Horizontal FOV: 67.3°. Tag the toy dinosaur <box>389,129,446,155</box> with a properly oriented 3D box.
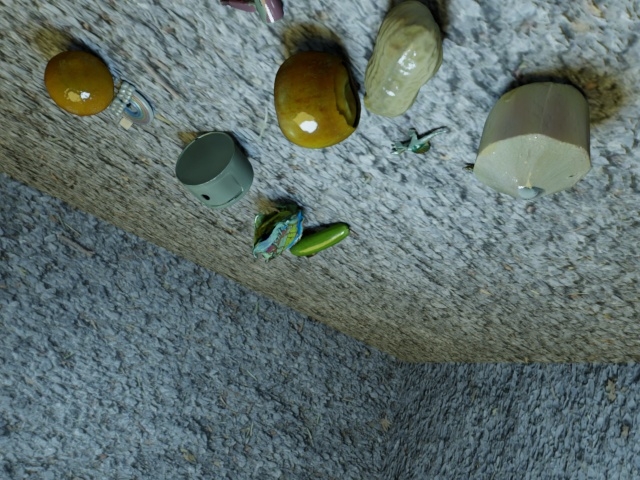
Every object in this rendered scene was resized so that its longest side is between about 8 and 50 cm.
[{"bbox_3d":[0.273,-0.269,1.354,0.187,0.044,0.106,-10,159,27],"label":"toy dinosaur"}]

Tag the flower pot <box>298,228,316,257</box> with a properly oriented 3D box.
[{"bbox_3d":[-0.050,0.006,2.122,0.089,0.111,0.111,43,148,-25],"label":"flower pot"}]

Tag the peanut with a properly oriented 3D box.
[{"bbox_3d":[0.176,-0.377,1.053,0.152,0.152,0.313,19,156,-1],"label":"peanut"}]

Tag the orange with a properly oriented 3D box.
[{"bbox_3d":[-0.728,-0.473,1.457,0.206,0.206,0.206,16,157,7],"label":"orange"}]

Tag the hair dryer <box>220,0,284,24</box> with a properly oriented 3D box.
[{"bbox_3d":[-0.165,-0.537,1.075,0.154,0.054,0.106,9,151,31],"label":"hair dryer"}]

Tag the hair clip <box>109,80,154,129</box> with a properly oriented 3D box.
[{"bbox_3d":[-0.635,-0.445,1.630,0.140,0.054,0.220,37,148,-23],"label":"hair clip"}]

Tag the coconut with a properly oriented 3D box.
[{"bbox_3d":[0.476,-0.204,1.078,0.239,0.244,0.239,16,158,7],"label":"coconut"}]

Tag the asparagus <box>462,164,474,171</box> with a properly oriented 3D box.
[{"bbox_3d":[0.520,-0.189,1.360,0.233,0.022,0.023,11,-160,13],"label":"asparagus"}]

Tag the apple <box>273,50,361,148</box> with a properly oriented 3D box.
[{"bbox_3d":[-0.004,-0.342,1.182,0.207,0.237,0.237,-5,153,5],"label":"apple"}]

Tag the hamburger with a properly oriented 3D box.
[{"bbox_3d":[-0.183,-0.049,1.916,0.150,0.260,0.276,44,179,14],"label":"hamburger"}]

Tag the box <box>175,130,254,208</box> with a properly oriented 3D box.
[{"bbox_3d":[-0.358,-0.238,1.645,0.226,0.226,0.149,6,154,27],"label":"box"}]

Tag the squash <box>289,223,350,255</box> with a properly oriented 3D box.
[{"bbox_3d":[0.000,0.001,2.013,0.292,0.082,0.082,-22,139,25],"label":"squash"}]
